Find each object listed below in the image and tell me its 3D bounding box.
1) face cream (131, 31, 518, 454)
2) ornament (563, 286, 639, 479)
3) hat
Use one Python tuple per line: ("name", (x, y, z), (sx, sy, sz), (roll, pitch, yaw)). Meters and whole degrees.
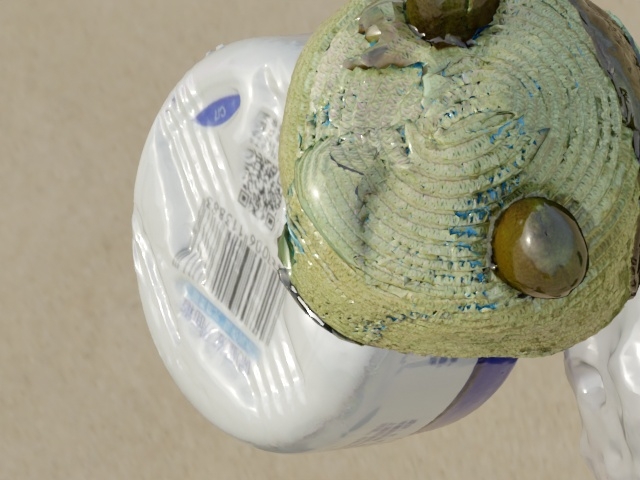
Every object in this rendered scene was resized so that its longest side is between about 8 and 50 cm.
("face cream", (0.000, 0.000, 0.920), (0.111, 0.206, 0.206), (-3, 39, -42))
("ornament", (0.277, 0.048, 0.866), (0.337, 0.337, 0.337), (-7, 53, 9))
("hat", (0.029, -0.017, 0.363), (0.076, 0.059, 0.077), (2, 80, 1))
